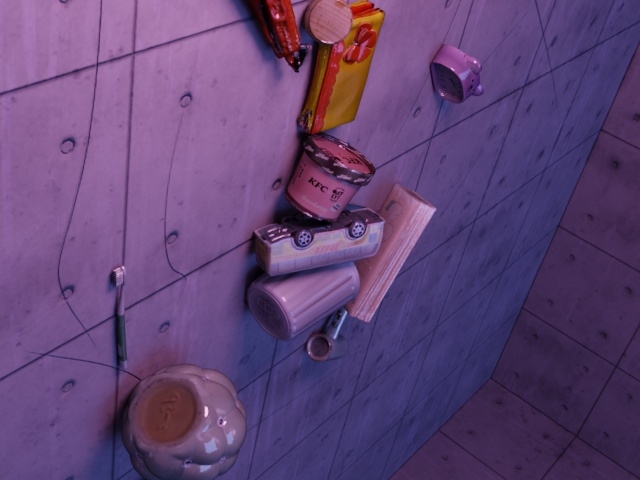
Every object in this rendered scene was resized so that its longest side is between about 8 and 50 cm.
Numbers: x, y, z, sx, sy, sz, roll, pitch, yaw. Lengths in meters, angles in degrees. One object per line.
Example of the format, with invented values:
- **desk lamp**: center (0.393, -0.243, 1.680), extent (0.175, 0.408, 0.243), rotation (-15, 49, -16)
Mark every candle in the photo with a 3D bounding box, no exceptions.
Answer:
- **candle**: center (-0.075, -0.357, 1.345), extent (0.084, 0.059, 0.301), rotation (-39, 150, -8)

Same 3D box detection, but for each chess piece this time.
- **chess piece**: center (0.014, -0.375, 1.457), extent (0.083, 0.084, 0.038), rotation (-62, -166, 12)

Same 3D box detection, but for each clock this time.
- **clock**: center (0.313, -0.372, 1.961), extent (0.050, 0.110, 0.152), rotation (-53, 154, -14)

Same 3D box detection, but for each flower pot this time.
- **flower pot**: center (-0.263, 0.357, 1.657), extent (0.246, 0.246, 0.195), rotation (-50, 156, -14)

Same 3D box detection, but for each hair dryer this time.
- **hair dryer**: center (0.051, 0.205, 2.261), extent (0.131, 0.073, 0.236), rotation (9, 103, -65)

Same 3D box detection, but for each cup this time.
- **cup**: center (-0.042, 0.125, 1.861), extent (0.202, 0.167, 0.221), rotation (-34, 145, -34)

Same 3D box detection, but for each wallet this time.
- **wallet**: center (0.039, -0.315, 1.592), extent (0.141, 0.067, 0.241), rotation (-29, 144, -42)

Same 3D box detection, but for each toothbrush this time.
- **toothbrush**: center (-0.348, 0.140, 1.497), extent (0.024, 0.018, 0.257), rotation (-32, 146, -36)

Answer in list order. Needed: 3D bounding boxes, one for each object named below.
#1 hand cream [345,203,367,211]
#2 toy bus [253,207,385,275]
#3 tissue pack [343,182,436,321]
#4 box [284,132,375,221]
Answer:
- **hand cream**: center (0.059, -0.054, 1.979), extent (0.083, 0.048, 0.224), rotation (-58, 161, 5)
- **toy bus**: center (0.000, 0.000, 1.751), extent (0.268, 0.092, 0.106), rotation (-11, 119, -25)
- **tissue pack**: center (0.154, 0.029, 2.107), extent (0.071, 0.170, 0.325), rotation (25, 100, -22)
- **box**: center (0.010, -0.121, 1.688), extent (0.151, 0.151, 0.135), rotation (-7, 135, -59)
